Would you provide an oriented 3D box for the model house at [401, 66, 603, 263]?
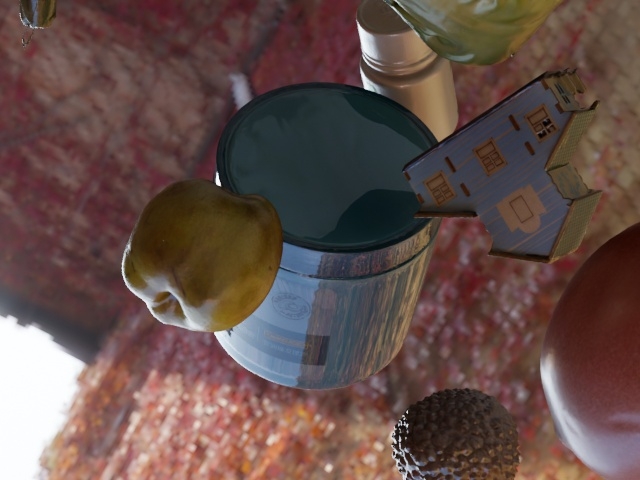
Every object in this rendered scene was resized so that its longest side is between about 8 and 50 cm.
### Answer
[{"bbox_3d":[0.267,-0.069,1.878,0.206,0.271,0.178,60,-157,8],"label":"model house"}]

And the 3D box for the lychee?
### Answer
[{"bbox_3d":[0.178,0.265,1.829,0.197,0.165,0.165,22,-158,-33],"label":"lychee"}]

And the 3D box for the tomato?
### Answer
[{"bbox_3d":[0.384,0.133,1.531,0.321,0.321,0.321,26,-159,-11],"label":"tomato"}]

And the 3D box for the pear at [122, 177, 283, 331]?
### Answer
[{"bbox_3d":[-0.144,0.015,1.825,0.200,0.200,0.200,26,-159,-11],"label":"pear"}]

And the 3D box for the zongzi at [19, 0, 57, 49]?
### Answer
[{"bbox_3d":[-0.441,-0.376,2.182,0.062,0.154,0.130,-19,-134,-39],"label":"zongzi"}]

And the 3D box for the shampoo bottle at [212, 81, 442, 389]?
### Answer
[{"bbox_3d":[0.000,0.000,2.153,0.331,0.342,0.331,4,-130,-5],"label":"shampoo bottle"}]

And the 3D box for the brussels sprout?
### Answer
[{"bbox_3d":[0.180,-0.368,1.828,0.328,0.247,0.328,33,-162,-12],"label":"brussels sprout"}]

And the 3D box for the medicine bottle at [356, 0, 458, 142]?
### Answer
[{"bbox_3d":[0.128,-0.259,2.197,0.139,0.139,0.237,50,165,42],"label":"medicine bottle"}]
